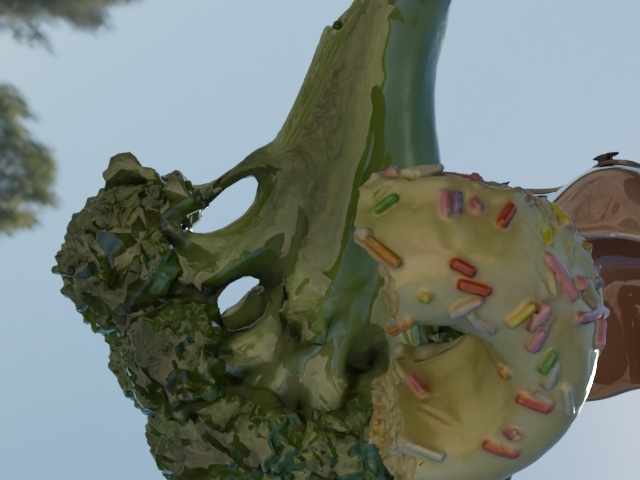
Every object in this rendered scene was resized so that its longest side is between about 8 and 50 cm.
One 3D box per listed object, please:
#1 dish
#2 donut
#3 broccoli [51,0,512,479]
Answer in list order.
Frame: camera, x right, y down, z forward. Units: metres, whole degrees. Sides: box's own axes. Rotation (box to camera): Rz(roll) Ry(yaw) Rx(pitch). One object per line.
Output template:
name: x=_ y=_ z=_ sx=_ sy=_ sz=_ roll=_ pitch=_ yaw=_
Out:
dish: x=0.166 y=0.015 z=0.982 sx=0.213 sy=0.213 sz=0.090 roll=-24 pitch=-139 yaw=44
donut: x=0.070 y=0.045 z=0.650 sx=0.108 sy=0.166 sz=0.065 roll=-1 pitch=-141 yaw=3
broccoli: x=-0.018 y=0.020 z=0.888 sx=0.254 sy=0.302 sz=0.186 roll=-10 pitch=180 yaw=10
